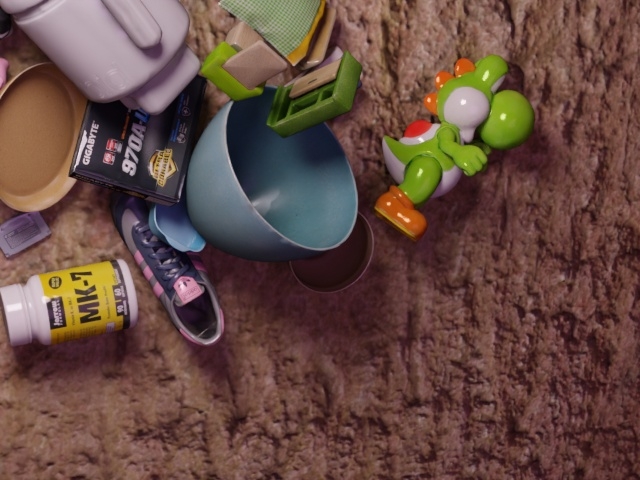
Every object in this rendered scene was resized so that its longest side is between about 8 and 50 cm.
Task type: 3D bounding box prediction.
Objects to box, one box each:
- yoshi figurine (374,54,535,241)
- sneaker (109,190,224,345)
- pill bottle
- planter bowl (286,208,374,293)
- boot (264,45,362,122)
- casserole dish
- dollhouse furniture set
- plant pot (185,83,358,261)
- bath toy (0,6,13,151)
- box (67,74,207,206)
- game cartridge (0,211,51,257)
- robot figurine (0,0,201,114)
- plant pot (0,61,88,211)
[{"bbox_3d":[0.261,-0.156,2.045,0.203,0.203,0.362,34,89,-45],"label":"yoshi figurine"},{"bbox_3d":[-0.245,0.041,1.909,0.112,0.131,0.319,-33,117,-10],"label":"sneaker"},{"bbox_3d":[-0.415,0.106,1.863,0.208,0.119,0.119,-12,111,-20],"label":"pill bottle"},{"bbox_3d":[0.000,0.000,2.016,0.162,0.109,0.162,-8,111,-22],"label":"planter bowl"},{"bbox_3d":[-0.015,-0.244,1.949,0.190,0.069,0.086,-41,113,-7],"label":"boot"},{"bbox_3d":[-0.234,-0.059,1.884,0.114,0.037,0.188,33,49,-34],"label":"casserole dish"},{"bbox_3d":[-0.040,-0.345,1.775,0.197,0.151,0.301,38,49,-31],"label":"dollhouse furniture set"},{"bbox_3d":[-0.108,-0.081,1.848,0.290,0.290,0.195,36,133,-29],"label":"plant pot"},{"bbox_3d":[-0.538,-0.259,1.682,0.151,0.129,0.348,4,107,6],"label":"bath toy"},{"bbox_3d":[-0.289,-0.182,1.805,0.175,0.051,0.220,17,75,-20],"label":"box"},{"bbox_3d":[-0.490,-0.015,1.849,0.083,0.017,0.056,-30,120,-12],"label":"game cartridge"},{"bbox_3d":[-0.329,-0.341,1.634,0.200,0.300,0.353,-52,123,-16],"label":"robot figurine"},{"bbox_3d":[-0.442,-0.161,1.751,0.236,0.032,0.236,-41,139,-48],"label":"plant pot"}]
